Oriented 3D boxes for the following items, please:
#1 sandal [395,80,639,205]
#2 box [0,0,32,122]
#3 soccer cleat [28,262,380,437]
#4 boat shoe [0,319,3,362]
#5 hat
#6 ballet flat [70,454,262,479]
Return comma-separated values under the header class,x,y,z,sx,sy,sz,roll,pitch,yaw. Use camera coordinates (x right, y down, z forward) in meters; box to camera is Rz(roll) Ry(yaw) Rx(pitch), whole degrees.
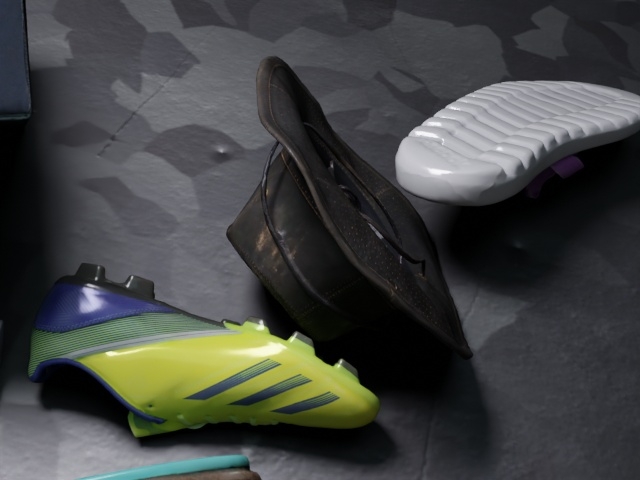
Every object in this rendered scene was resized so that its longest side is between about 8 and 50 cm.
class,x,y,z,sx,sy,sz,roll,pitch,yaw
sandal,0.216,-0.098,1.050,0.169,0.102,0.416,27,33,36
box,-0.395,-0.192,0.782,0.294,0.211,0.395,-4,7,-18
soccer cleat,-0.097,0.114,0.785,0.289,0.093,0.121,19,74,0
boat shoe,-0.280,0.104,0.772,0.035,0.035,0.100,8,50,-9
hat,0.000,0.000,0.857,0.331,0.134,0.331,48,14,-17
ballet flat,-0.258,0.227,0.584,0.483,0.164,0.181,2,70,-13
